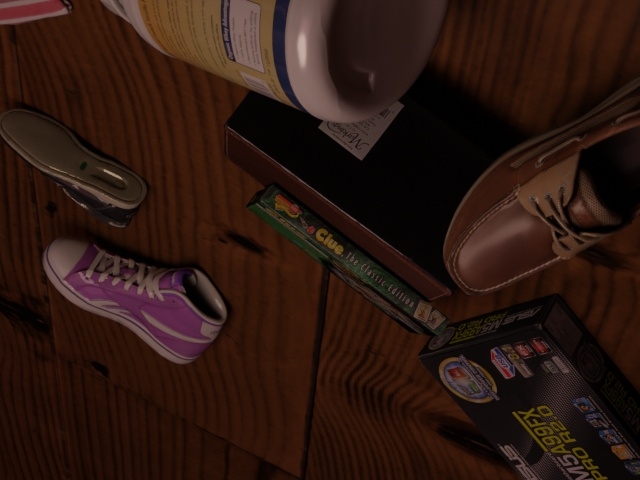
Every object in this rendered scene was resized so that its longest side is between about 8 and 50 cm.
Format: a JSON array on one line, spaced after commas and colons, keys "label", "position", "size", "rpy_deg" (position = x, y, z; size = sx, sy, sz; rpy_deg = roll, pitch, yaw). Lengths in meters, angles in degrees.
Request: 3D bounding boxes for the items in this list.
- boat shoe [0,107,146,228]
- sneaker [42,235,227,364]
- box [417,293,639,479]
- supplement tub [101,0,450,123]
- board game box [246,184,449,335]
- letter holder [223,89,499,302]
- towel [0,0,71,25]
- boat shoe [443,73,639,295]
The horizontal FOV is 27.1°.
[{"label": "boat shoe", "position": [-0.356, -0.099, 1.856], "size": [0.233, 0.084, 0.079], "rpy_deg": [33, 142, 0]}, {"label": "sneaker", "position": [-0.261, 0.055, 1.941], "size": [0.282, 0.102, 0.161], "rpy_deg": [31, 140, -10]}, {"label": "box", "position": [0.286, 0.204, 1.685], "size": [0.216, 0.060, 0.270], "rpy_deg": [-21, 114, 48]}, {"label": "supplement tub", "position": [-0.055, -0.265, 1.305], "size": [0.316, 0.228, 0.228], "rpy_deg": [26, 142, 31]}, {"label": "board game box", "position": [0.029, 0.026, 1.570], "size": [0.259, 0.030, 0.136], "rpy_deg": [38, 174, -8]}, {"label": "letter holder", "position": [0.054, -0.077, 1.502], "size": [0.302, 0.152, 0.214], "rpy_deg": [36, 171, 1]}, {"label": "towel", "position": [-0.406, -0.360, 1.671], "size": [0.144, 0.029, 0.197], "rpy_deg": [1, 133, 38]}, {"label": "boat shoe", "position": [0.249, -0.051, 1.295], "size": [0.324, 0.116, 0.123], "rpy_deg": [-41, 103, 21]}]
